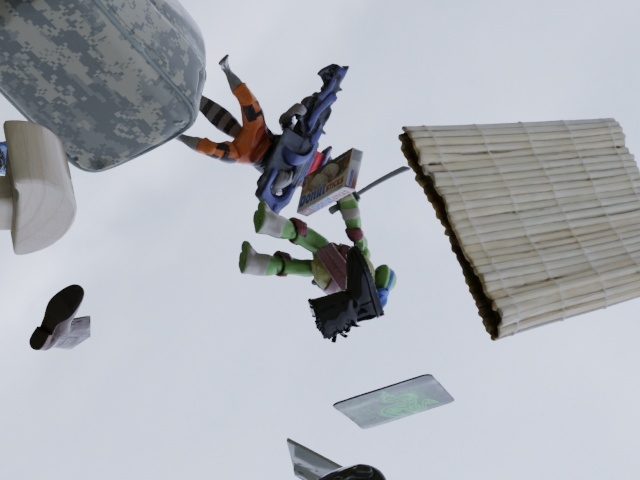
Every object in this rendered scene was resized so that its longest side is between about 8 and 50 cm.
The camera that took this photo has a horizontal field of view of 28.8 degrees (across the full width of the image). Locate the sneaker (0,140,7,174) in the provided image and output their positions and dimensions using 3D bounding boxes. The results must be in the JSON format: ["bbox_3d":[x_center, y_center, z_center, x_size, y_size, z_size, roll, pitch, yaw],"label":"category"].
[{"bbox_3d":[-0.443,-0.106,1.711,0.058,0.152,0.084,-56,-136,14],"label":"sneaker"}]

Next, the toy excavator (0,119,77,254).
[{"bbox_3d":[-0.487,-0.083,1.117,0.432,0.445,0.222,-19,-120,1],"label":"toy excavator"}]

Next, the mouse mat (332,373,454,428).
[{"bbox_3d":[0.111,0.241,1.842,0.152,0.190,0.007,-19,-113,11],"label":"mouse mat"}]

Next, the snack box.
[{"bbox_3d":[0.013,-0.086,1.882,0.178,0.022,0.064,-26,-131,63],"label":"snack box"}]

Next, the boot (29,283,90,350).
[{"bbox_3d":[-0.320,0.101,1.623,0.106,0.037,0.114,-49,163,9],"label":"boot"}]

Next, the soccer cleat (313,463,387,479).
[{"bbox_3d":[-0.047,0.363,1.576,0.289,0.093,0.121,-17,159,-10],"label":"soccer cleat"}]

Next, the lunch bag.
[{"bbox_3d":[-0.286,-0.275,1.569,0.212,0.305,0.256,-23,-141,26],"label":"lunch bag"}]

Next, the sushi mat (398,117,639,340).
[{"bbox_3d":[0.176,-0.020,0.900,0.019,0.151,0.316,-35,164,35],"label":"sushi mat"}]

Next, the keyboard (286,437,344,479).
[{"bbox_3d":[0.049,0.355,1.769,0.256,0.072,0.014,21,-140,38],"label":"keyboard"}]

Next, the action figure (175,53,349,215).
[{"bbox_3d":[-0.092,-0.228,2.469,0.341,0.330,0.178,-57,-164,-9],"label":"action figure"}]

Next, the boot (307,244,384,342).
[{"bbox_3d":[0.030,0.078,1.790,0.099,0.121,0.045,-21,-170,-7],"label":"boot"}]

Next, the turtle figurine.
[{"bbox_3d":[0.000,0.000,2.194,0.198,0.266,0.275,135,-36,-60],"label":"turtle figurine"}]
